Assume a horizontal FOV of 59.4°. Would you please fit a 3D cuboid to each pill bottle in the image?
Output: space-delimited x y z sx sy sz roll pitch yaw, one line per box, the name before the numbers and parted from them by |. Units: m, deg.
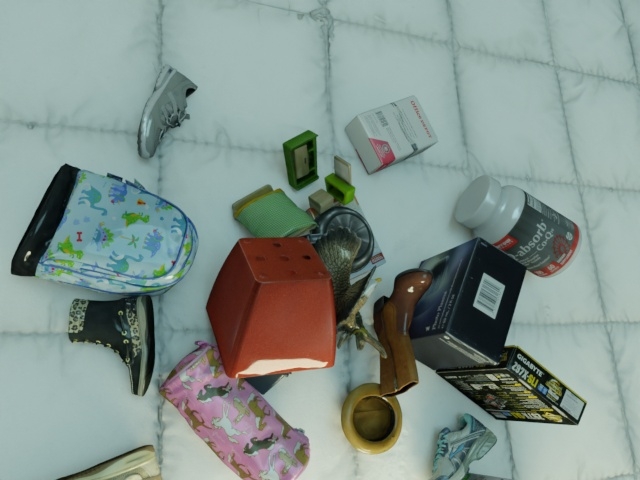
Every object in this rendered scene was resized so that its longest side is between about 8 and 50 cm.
pill bottle | 0.625 -0.047 1.789 0.363 0.210 0.210 28 66 -13

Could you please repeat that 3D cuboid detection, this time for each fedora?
fedora | 0.125 0.472 1.490 0.194 0.079 0.194 9 72 -28

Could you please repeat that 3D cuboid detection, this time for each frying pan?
frying pan | 0.009 -0.026 1.535 0.326 0.053 0.197 20 69 -17

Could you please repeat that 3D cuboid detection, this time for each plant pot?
plant pot | -0.105 0.136 1.333 0.267 0.236 0.267 0 33 -24

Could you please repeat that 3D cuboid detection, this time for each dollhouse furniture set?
dollhouse furniture set | -0.077 -0.135 1.494 0.301 0.151 0.197 -33 53 -26

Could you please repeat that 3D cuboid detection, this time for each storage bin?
storage bin | -0.153 0.315 1.416 0.135 0.098 0.091 44 90 -7

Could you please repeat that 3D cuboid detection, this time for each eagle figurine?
eagle figurine | 0.068 0.141 1.448 0.225 0.226 0.298 -62 147 -35

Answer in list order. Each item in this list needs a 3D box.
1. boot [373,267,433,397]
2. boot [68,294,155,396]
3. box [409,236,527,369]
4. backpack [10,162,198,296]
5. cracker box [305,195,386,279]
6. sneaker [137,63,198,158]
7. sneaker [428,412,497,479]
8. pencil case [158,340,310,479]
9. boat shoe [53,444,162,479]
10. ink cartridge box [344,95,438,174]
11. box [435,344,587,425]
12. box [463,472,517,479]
boot | 0.217 0.238 1.459 0.096 0.264 0.280 22 46 -24
boot | -0.480 0.241 1.296 0.178 0.085 0.236 1 96 -4
box | 0.374 0.186 1.562 0.182 0.294 0.296 31 65 -11
backpack | -0.466 -0.004 1.297 0.355 0.273 0.290 30 58 -28
cracker box | 0.068 -0.006 1.612 0.155 0.067 0.232 -22 84 -26
sneaker | -0.403 -0.336 1.480 0.115 0.105 0.281 21 67 -17
sneaker | 0.357 0.597 1.559 0.283 0.110 0.122 -33 72 -30
pencil case | -0.199 0.416 1.322 0.386 0.160 0.167 46 29 -5
boat shoe | -0.502 0.543 1.170 0.341 0.121 0.110 -16 81 -28
ink cartridge box | 0.224 -0.332 1.758 0.237 0.100 0.172 -25 86 -27
box | 0.509 0.401 1.544 0.257 0.322 0.079 36 65 -9
box | 0.499 0.759 1.485 0.127 0.231 0.262 -43 95 -28
